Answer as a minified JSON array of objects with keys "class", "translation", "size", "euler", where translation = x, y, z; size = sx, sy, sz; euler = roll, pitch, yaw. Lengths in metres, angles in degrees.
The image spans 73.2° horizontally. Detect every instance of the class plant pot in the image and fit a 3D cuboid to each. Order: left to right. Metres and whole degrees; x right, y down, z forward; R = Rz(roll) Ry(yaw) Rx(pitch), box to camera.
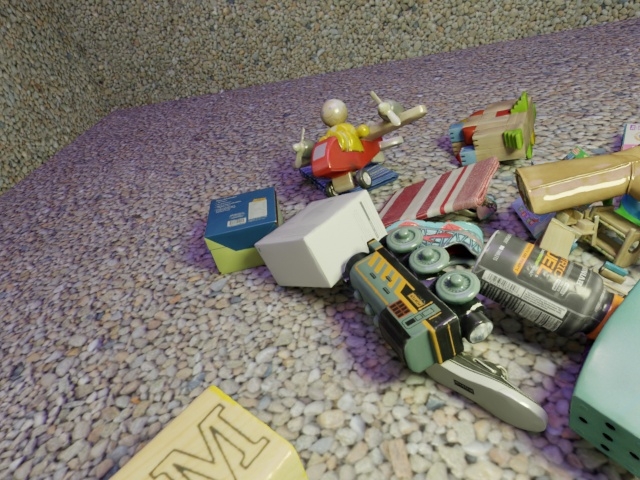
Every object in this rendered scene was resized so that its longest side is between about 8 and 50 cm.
[{"class":"plant pot","translation":[0.473,0.198,0.606],"size":[0.234,0.165,0.166],"euler":[-37,41,-17]}]

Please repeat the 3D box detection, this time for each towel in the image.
[{"class":"towel","translation":[0.089,-0.245,1.530],"size":[0.244,0.040,0.336],"euler":[-24,36,-16]},{"class":"towel","translation":[0.302,-0.114,1.170],"size":[0.329,0.037,0.237],"euler":[-16,23,43]}]

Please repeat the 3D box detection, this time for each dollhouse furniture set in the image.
[{"class":"dollhouse furniture set","translation":[0.520,0.074,0.889],"size":[0.184,0.128,0.129],"euler":[31,49,17]},{"class":"dollhouse furniture set","translation":[0.610,0.014,0.918],"size":[0.161,0.101,0.181],"euler":[-5,33,-14]}]

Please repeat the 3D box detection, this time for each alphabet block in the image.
[{"class":"alphabet block","translation":[-0.146,0.367,0.613],"size":[0.194,0.192,0.197],"euler":[21,48,36]}]

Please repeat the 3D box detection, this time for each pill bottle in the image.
[{"class":"pill bottle","translation":[0.410,0.088,0.788],"size":[0.246,0.130,0.130],"euler":[29,50,23]}]

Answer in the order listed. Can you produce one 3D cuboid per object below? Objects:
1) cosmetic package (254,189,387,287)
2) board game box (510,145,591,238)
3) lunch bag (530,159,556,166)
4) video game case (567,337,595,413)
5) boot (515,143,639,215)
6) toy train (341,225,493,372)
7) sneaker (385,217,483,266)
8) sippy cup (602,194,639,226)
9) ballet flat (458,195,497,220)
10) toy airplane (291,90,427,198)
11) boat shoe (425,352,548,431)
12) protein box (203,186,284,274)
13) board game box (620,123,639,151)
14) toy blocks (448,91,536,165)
[{"class":"cosmetic package","translation":[0.000,0.000,1.068],"size":[0.225,0.138,0.224],"euler":[-38,18,-33]},{"class":"board game box","translation":[0.594,-0.115,1.069],"size":[0.211,0.039,0.160],"euler":[-49,23,28]},{"class":"lunch bag","translation":[0.663,-0.203,1.273],"size":[0.071,0.053,0.083],"euler":[0,27,14]},{"class":"video game case","translation":[0.552,0.236,0.697],"size":[0.232,0.041,0.210],"euler":[15,42,34]},{"class":"boot","translation":[0.577,-0.091,0.893],"size":[0.270,0.089,0.236],"euler":[-11,45,12]},{"class":"toy train","translation":[0.173,0.099,0.847],"size":[0.190,0.142,0.334],"euler":[-27,37,-9]},{"class":"sneaker","translation":[0.262,0.016,1.050],"size":[0.262,0.104,0.125],"euler":[-4,39,14]},{"class":"sippy cup","translation":[0.838,-0.143,0.981],"size":[0.306,0.223,0.240],"euler":[-27,38,-20]},{"class":"ballet flat","translation":[0.403,-0.119,1.231],"size":[0.079,0.076,0.221],"euler":[-38,38,-1]},{"class":"toy airplane","translation":[0.100,-0.326,1.371],"size":[0.386,0.272,0.384],"euler":[-30,15,-6]},{"class":"boat shoe","translation":[0.287,0.241,0.745],"size":[0.070,0.077,0.220],"euler":[-37,40,-29]},{"class":"protein box","translation":[-0.209,-0.033,1.242],"size":[0.200,0.135,0.201],"euler":[-13,35,1]},{"class":"board game box","translation":[1.026,-0.247,1.204],"size":[0.317,0.064,0.242],"euler":[12,42,32]},{"class":"toy blocks","translation":[0.562,-0.366,1.457],"size":[0.261,0.190,0.381],"euler":[-3,33,34]}]
